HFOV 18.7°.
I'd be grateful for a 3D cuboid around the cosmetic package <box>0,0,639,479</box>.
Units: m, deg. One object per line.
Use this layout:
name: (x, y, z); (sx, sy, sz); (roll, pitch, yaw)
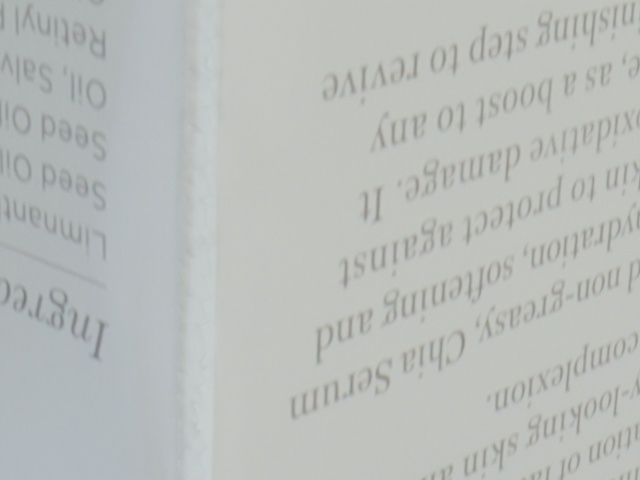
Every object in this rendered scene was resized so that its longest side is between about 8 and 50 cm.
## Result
cosmetic package: (0.000, 0.000, 0.452); (0.161, 0.230, 0.453); (19, 115, 40)
